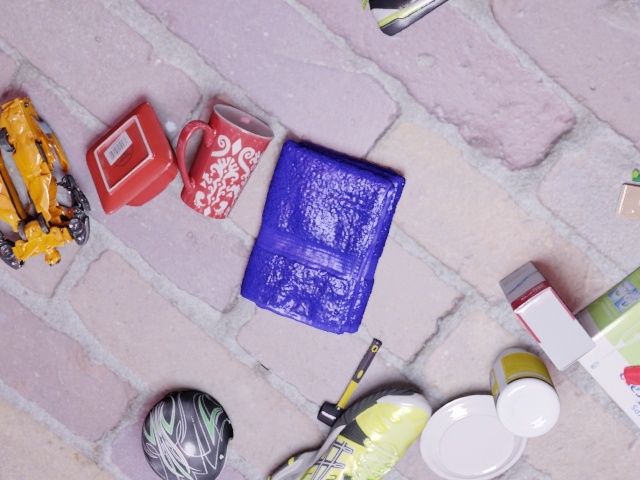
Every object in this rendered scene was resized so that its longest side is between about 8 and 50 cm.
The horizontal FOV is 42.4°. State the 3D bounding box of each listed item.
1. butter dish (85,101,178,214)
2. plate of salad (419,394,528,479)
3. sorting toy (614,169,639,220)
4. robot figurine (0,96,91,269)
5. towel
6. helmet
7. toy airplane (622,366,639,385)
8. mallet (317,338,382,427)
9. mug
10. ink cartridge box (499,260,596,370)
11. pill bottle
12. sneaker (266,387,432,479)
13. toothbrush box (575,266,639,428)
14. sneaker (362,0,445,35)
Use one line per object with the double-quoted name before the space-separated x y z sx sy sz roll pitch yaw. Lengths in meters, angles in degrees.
"butter dish" -0.302 -0.127 1.420 0.160 0.118 0.160 -38 57 15
"plate of salad" 0.278 0.358 1.506 0.199 0.048 0.200 -2 116 -4
"sorting toy" 0.536 -0.075 1.388 0.062 0.012 0.083 11 109 8
"robot figurine" -0.522 -0.094 1.463 0.211 0.085 0.291 -19 101 11
"towel" 0.000 0.000 1.434 0.227 0.076 0.308 17 105 1
"helmet" -0.245 0.363 1.508 0.169 0.161 0.169 2 104 6
"toy airplane" 0.562 0.246 1.335 0.151 0.028 0.151 1 106 4
"mallet" 0.068 0.270 1.518 0.062 0.039 0.190 35 101 -4
"mug" -0.180 -0.137 1.400 0.150 0.113 0.169 21 111 -19
"ink cartridge box" 0.372 0.120 1.373 0.072 0.175 0.127 -38 98 11
"pill bottle" 0.342 0.249 1.403 0.103 0.184 0.103 2 104 6
"sneaker" 0.061 0.416 1.478 0.145 0.147 0.385 33 112 -28
"toothbrush box" 0.587 0.154 1.385 0.283 0.122 0.206 -42 98 13
"sneaker" 0.173 -0.418 1.305 0.234 0.084 0.097 -31 98 13
